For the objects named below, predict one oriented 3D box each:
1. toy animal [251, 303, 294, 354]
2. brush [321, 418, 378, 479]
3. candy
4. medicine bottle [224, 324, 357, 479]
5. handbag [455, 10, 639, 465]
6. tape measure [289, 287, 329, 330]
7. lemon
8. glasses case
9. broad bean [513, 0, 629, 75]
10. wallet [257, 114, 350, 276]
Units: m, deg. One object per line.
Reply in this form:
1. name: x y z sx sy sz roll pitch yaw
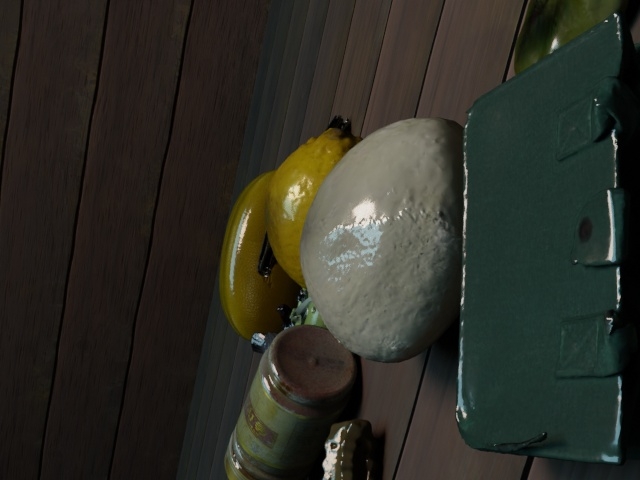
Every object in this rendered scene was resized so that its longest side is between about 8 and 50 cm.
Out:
1. toy animal: -0.066 0.207 1.583 0.210 0.117 0.121 -121 49 -74
2. brush: 0.042 0.388 1.112 0.084 0.071 0.301 135 137 -63
3. candy: 0.077 0.000 0.954 0.295 0.185 0.296 -168 90 -76
4. medicine bottle: -0.052 0.286 1.379 0.151 0.151 0.322 -93 18 -44
5. handbag: 0.192 0.008 0.680 0.238 0.089 0.327 146 132 -71
6. tape measure: 0.002 0.118 1.415 0.177 0.087 0.154 117 163 -47
7. lemon: 0.023 -0.034 1.186 0.204 0.204 0.260 -103 11 -58
8. glasses case: -0.116 0.032 1.784 0.141 0.173 0.371 -173 93 -73
9. broad bean: 0.229 -0.231 0.760 0.153 0.072 0.207 -98 10 -59
10. wallet: -0.033 -0.089 1.551 0.317 0.044 0.169 -59 -9 -45
